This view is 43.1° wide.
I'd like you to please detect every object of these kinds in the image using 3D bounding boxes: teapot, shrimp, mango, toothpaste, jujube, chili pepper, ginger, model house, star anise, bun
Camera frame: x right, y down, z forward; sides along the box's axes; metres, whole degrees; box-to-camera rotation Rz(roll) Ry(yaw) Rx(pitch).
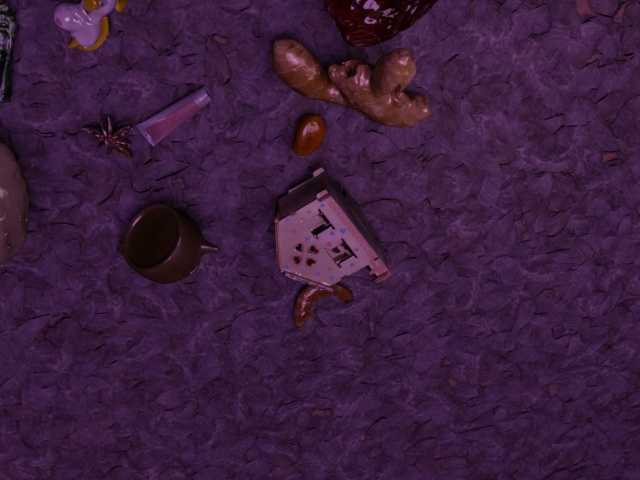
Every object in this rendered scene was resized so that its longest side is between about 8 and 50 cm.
[{"bbox_3d":[-0.384,0.024,2.034,0.267,0.186,0.175,-6,155,26],"label":"teapot"},{"bbox_3d":[0.007,0.184,2.257,0.166,0.049,0.161,3,115,-21],"label":"shrimp"},{"bbox_3d":[-0.031,-0.259,2.006,0.080,0.060,0.114,17,112,-33],"label":"mango"},{"bbox_3d":[-0.345,-0.300,1.941,0.194,0.043,0.067,-31,121,13],"label":"toothpaste"},{"bbox_3d":[0.170,-0.580,1.810,0.342,0.216,0.216,-29,119,-1],"label":"jujube"},{"bbox_3d":[-0.716,-0.422,1.798,0.088,0.059,0.227,13,112,-11],"label":"chili pepper"},{"bbox_3d":[0.085,-0.356,1.926,0.362,0.122,0.348,1,160,22],"label":"ginger"},{"bbox_3d":[0.000,0.000,2.100,0.244,0.169,0.326,-32,117,15],"label":"model house"},{"bbox_3d":[-0.505,-0.252,1.926,0.129,0.056,0.124,12,134,-4],"label":"star anise"},{"bbox_3d":[-0.826,-0.093,1.856,0.325,0.235,0.362,14,130,-10],"label":"bun"}]

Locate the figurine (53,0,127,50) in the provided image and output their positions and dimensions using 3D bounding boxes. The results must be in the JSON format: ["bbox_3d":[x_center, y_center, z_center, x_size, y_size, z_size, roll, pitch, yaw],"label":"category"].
[{"bbox_3d":[-0.511,-0.490,1.782,0.178,0.109,0.129,-46,143,18],"label":"figurine"}]
